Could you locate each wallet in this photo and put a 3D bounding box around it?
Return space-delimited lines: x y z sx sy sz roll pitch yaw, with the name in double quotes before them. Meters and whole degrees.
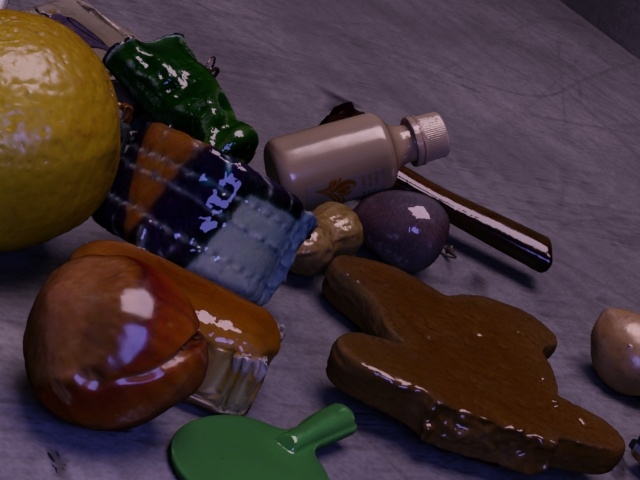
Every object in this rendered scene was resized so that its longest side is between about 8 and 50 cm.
"wallet" -0.322 -0.274 2.383 0.275 0.068 0.335 30 24 7

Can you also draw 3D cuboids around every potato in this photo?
"potato" 0.425 0.158 2.147 0.147 0.112 0.112 35 23 6

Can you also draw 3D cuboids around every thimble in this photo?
"thimble" -0.133 -0.027 1.836 0.237 0.150 0.237 30 -3 2

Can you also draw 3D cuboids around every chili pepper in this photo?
"chili pepper" -0.177 -0.177 2.235 0.136 0.099 0.270 -4 47 -53

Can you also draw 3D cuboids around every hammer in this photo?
"hammer" 0.166 -0.070 2.381 0.409 0.095 0.242 26 21 7

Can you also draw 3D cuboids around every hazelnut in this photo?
"hazelnut" -0.202 0.107 1.533 0.182 0.182 0.182 21 22 -9

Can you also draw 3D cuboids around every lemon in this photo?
"lemon" -0.350 -0.117 1.728 0.293 0.293 0.293 21 22 -9

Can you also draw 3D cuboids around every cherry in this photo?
"cherry" 0.113 -0.017 2.232 0.148 0.115 0.188 -7 7 2

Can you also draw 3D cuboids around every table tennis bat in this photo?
"table tennis bat" -0.045 0.216 1.609 0.160 0.039 0.257 34 29 23

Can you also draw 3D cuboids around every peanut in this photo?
"peanut" 0.002 -0.001 2.077 0.089 0.089 0.193 30 25 14

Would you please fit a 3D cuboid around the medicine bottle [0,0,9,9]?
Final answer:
"medicine bottle" -0.571 -0.296 2.005 0.332 0.190 0.190 20 22 -11

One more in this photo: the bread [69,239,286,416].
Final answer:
"bread" -0.162 0.086 1.683 0.241 0.107 0.136 25 19 -1

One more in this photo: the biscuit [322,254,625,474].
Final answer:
"biscuit" 0.154 0.153 1.918 0.368 0.076 0.394 17 20 -18

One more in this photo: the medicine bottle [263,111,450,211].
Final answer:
"medicine bottle" 0.053 -0.117 2.223 0.252 0.114 0.114 -17 35 -12

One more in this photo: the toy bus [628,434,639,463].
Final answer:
"toy bus" 0.463 0.249 1.973 0.091 0.103 0.182 39 20 31

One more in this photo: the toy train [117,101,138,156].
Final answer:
"toy train" -0.337 -0.150 2.068 0.219 0.089 0.127 4 19 -40
